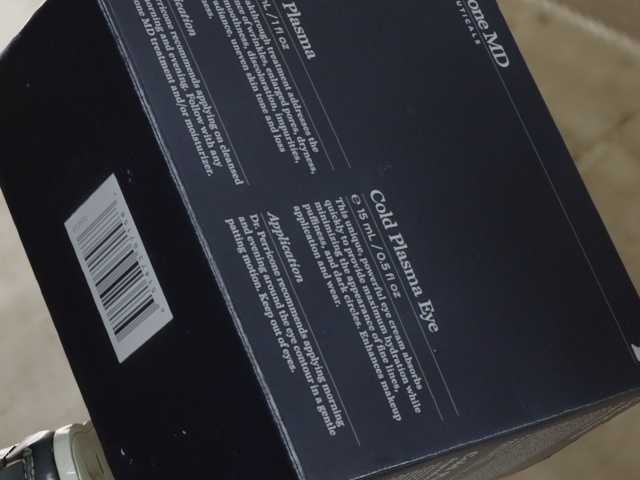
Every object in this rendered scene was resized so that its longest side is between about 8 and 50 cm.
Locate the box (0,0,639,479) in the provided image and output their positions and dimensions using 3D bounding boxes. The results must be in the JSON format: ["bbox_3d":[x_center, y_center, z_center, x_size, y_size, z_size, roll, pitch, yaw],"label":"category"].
[{"bbox_3d":[0.000,0.000,1.186,0.179,0.312,0.343,-39,-112,47],"label":"box"}]

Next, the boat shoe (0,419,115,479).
[{"bbox_3d":[-0.185,0.178,1.359,0.233,0.079,0.084,62,6,-77],"label":"boat shoe"}]
